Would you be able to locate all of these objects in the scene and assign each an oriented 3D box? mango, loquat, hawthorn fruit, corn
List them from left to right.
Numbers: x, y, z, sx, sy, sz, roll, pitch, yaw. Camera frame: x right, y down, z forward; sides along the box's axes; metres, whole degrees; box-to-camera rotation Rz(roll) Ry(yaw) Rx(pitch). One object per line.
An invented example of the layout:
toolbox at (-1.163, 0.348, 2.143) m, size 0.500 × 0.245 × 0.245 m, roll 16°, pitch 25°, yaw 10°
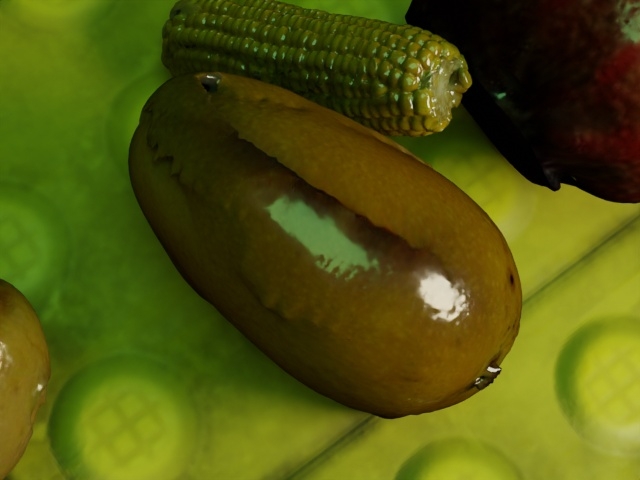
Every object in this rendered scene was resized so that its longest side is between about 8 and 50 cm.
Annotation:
loquat at (-0.213, 0.076, 0.794) m, size 0.137 × 0.113 × 0.137 m, roll 0°, pitch 95°, yaw 5°
corn at (-0.009, -0.101, 0.857) m, size 0.207 × 0.068 × 0.068 m, roll 17°, pitch 68°, yaw 32°
mango at (0.000, 0.000, 0.798) m, size 0.236 × 0.166 × 0.136 m, roll 35°, pitch 91°, yaw 3°
hawthorn fruit at (0.184, -0.140, 0.871) m, size 0.250 × 0.215 × 0.215 m, roll -38°, pitch 83°, yaw -26°
